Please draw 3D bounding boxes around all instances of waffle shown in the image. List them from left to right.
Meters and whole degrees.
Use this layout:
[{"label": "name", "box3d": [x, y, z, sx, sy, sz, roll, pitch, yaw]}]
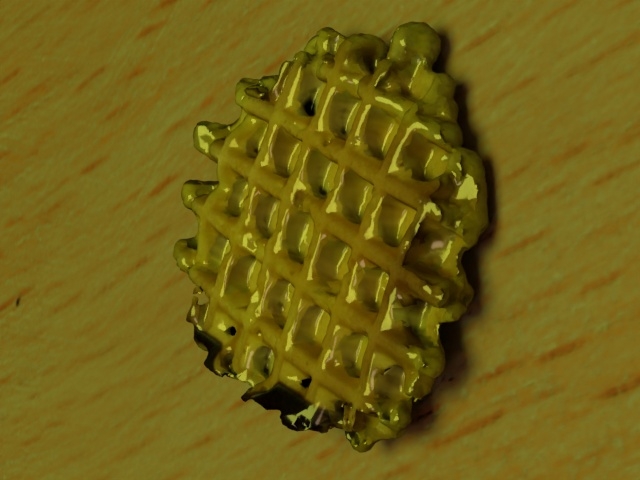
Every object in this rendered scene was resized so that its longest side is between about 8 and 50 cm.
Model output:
[{"label": "waffle", "box3d": [-0.003, -0.001, 1.390, 0.312, 0.060, 0.307, -18, 67, 49]}]
